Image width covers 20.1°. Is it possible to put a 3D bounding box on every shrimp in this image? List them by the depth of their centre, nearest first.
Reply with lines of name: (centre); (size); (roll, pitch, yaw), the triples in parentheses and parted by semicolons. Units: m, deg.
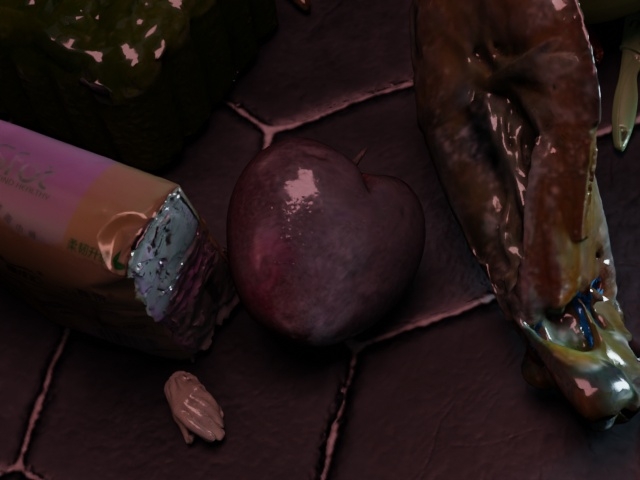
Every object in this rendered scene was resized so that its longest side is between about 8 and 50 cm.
shrimp: (0.176, -0.062, 1.463); (0.110, 0.221, 0.445); (-7, 72, -31)

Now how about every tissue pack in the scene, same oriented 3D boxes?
tissue pack: (-0.213, -0.005, 1.497); (0.257, 0.215, 0.123); (19, 71, 22)

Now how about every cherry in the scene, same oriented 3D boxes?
cherry: (0.002, 0.003, 1.489); (0.176, 0.176, 0.140); (-43, 19, -19)

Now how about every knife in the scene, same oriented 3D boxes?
knife: (0.284, -0.162, 1.632); (0.030, 0.014, 0.207); (3, 56, 14)

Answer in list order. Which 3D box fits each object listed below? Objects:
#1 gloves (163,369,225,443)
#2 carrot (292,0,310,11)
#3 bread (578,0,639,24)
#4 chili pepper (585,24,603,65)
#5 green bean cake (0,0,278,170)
gloves: (-0.108, 0.137, 1.487); (0.081, 0.037, 0.044); (40, 106, 25)
carrot: (-0.066, -0.315, 1.787); (0.049, 0.049, 0.254); (-26, 60, -8)
bread: (0.245, -0.278, 1.593); (0.261, 0.158, 0.156); (-27, 75, -32)
chili pepper: (0.177, -0.261, 1.690); (0.071, 0.063, 0.272); (-14, 53, -30)
green bean cake: (-0.195, -0.215, 1.669); (0.250, 0.156, 0.247); (23, 61, 23)
